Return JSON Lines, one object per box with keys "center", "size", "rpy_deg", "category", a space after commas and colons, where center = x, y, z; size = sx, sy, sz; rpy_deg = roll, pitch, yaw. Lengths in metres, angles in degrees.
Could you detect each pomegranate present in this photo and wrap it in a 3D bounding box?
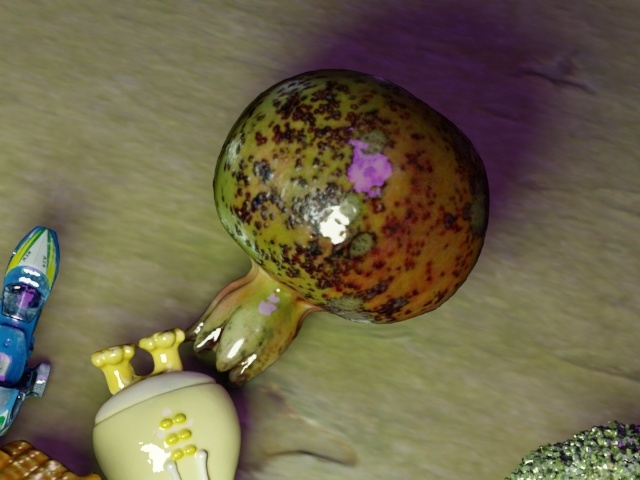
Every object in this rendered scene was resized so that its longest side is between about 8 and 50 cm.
{"center": [0.000, 0.000, 1.873], "size": [0.285, 0.285, 0.341], "rpy_deg": [35, 89, 4], "category": "pomegranate"}

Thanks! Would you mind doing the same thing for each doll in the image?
{"center": [-0.123, 0.227, 1.770], "size": [0.141, 0.117, 0.296], "rpy_deg": [-18, 68, -21], "category": "doll"}

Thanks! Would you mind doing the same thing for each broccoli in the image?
{"center": [0.306, 0.346, 1.801], "size": [0.221, 0.252, 0.361], "rpy_deg": [-30, 99, -24], "category": "broccoli"}

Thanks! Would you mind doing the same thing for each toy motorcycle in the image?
{"center": [-0.296, 0.110, 1.771], "size": [0.092, 0.135, 0.254], "rpy_deg": [18, 59, -6], "category": "toy motorcycle"}

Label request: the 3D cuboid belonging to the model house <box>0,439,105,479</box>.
{"center": [-0.287, 0.298, 1.625], "size": [0.199, 0.229, 0.219], "rpy_deg": [-26, 72, -33], "category": "model house"}
